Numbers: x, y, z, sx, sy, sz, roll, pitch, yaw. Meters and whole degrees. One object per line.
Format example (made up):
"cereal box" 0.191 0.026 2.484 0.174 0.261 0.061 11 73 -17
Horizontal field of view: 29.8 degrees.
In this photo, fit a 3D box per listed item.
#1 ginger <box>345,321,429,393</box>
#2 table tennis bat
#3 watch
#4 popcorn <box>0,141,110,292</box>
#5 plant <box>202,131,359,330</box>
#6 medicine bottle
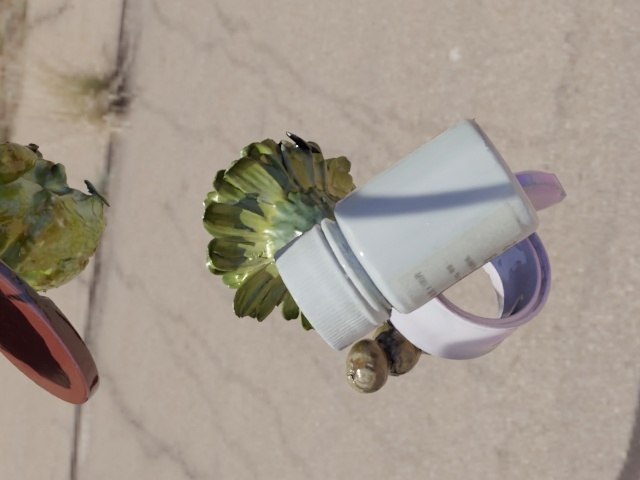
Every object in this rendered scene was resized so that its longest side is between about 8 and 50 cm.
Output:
"ginger" 0.114 0.157 1.759 0.104 0.204 0.080 13 119 50
"table tennis bat" -0.315 0.057 1.185 0.200 0.038 0.310 22 145 33
"watch" 0.191 0.036 1.508 0.211 0.248 0.218 130 135 -54
"popcorn" -0.351 -0.035 1.418 0.198 0.197 0.213 46 151 54
"plant" -0.014 -0.034 1.677 0.297 0.305 0.261 115 142 -67
"medicine bottle" 0.087 -0.004 1.235 0.252 0.144 0.144 -33 44 3
